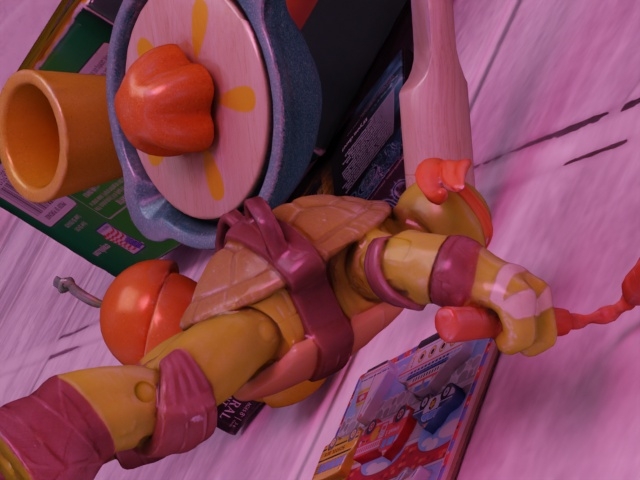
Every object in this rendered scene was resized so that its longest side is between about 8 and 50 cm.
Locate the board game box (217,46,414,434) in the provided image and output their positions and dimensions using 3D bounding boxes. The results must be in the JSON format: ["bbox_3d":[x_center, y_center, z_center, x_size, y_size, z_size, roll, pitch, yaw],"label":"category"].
[{"bbox_3d":[0.000,0.000,0.937,0.186,0.026,0.126,-52,17,27],"label":"board game box"}]

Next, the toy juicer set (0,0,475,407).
[{"bbox_3d":[-0.040,-0.029,0.817,0.329,0.089,0.209,-28,76,49],"label":"toy juicer set"}]

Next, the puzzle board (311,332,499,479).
[{"bbox_3d":[0.028,0.079,0.721,0.128,0.011,0.096,-34,29,58],"label":"puzzle board"}]

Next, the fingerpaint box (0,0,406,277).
[{"bbox_3d":[-0.050,-0.195,1.194,0.371,0.163,0.445,-62,13,-19],"label":"fingerpaint box"}]

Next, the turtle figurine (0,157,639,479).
[{"bbox_3d":[-0.012,0.029,0.613,0.217,0.087,0.269,-31,10,-21],"label":"turtle figurine"}]
